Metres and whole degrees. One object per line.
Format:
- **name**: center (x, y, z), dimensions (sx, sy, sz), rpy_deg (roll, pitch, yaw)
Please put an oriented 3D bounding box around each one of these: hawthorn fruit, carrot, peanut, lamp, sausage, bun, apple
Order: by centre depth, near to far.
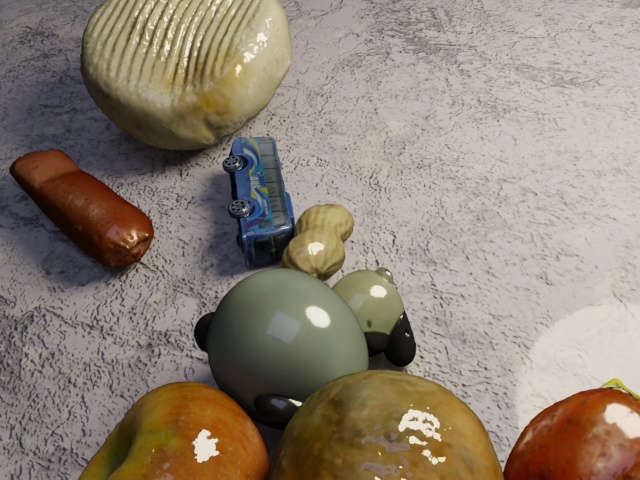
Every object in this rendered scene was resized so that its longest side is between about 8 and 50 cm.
- **carrot**: center (0.045, 0.292, 0.577), dimensions (0.224, 0.224, 0.340), rpy_deg (4, 50, 14)
- **hawthorn fruit**: center (0.247, 0.240, 0.626), dimensions (0.200, 0.179, 0.179), rpy_deg (-34, 50, -19)
- **apple**: center (-0.143, 0.260, 0.668), dimensions (0.210, 0.173, 0.234), rpy_deg (-21, 34, 59)
- **lamp**: center (-0.013, 0.115, 0.801), dimensions (0.244, 0.197, 0.198), rpy_deg (-17, 42, -37)
- **peanut**: center (0.000, 0.000, 0.947), dimensions (0.082, 0.082, 0.187), rpy_deg (1, 31, 12)
- **sausage**: center (-0.384, -0.057, 1.081), dimensions (0.097, 0.094, 0.348), rpy_deg (-30, 46, -34)
- **bun**: center (-0.230, -0.311, 1.205), dimensions (0.365, 0.219, 0.365), rpy_deg (-4, 63, 8)

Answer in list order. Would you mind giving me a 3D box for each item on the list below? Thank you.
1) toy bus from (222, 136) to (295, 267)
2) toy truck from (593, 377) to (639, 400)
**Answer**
- **toy bus**: center (-0.094, -0.068, 1.044), dimensions (0.094, 0.079, 0.236), rpy_deg (-12, 46, -2)
- **toy truck**: center (0.341, 0.198, 0.723), dimensions (0.077, 0.076, 0.111), rpy_deg (-19, 42, -38)
